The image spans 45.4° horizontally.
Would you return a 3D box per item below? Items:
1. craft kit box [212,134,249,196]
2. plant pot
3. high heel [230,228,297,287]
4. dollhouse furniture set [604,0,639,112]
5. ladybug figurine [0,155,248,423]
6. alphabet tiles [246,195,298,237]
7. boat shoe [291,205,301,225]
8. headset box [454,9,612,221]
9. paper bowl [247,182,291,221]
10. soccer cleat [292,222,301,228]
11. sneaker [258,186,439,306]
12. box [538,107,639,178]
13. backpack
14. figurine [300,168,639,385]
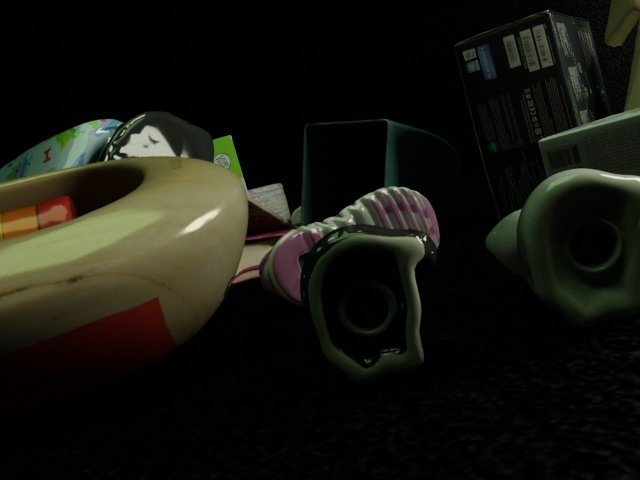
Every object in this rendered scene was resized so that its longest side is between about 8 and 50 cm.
[{"bbox_3d":[-0.247,-0.041,1.408,0.247,0.249,0.061,-18,5,-9],"label":"craft kit box"},{"bbox_3d":[0.110,-0.092,1.202,0.166,0.165,0.234,5,3,43],"label":"plant pot"},{"bbox_3d":[-0.104,0.026,1.152,0.244,0.082,0.117,-3,-15,-41],"label":"high heel"},{"bbox_3d":[0.487,-0.276,0.786,0.362,0.256,0.394,13,-14,1],"label":"dollhouse furniture set"},{"bbox_3d":[-0.275,0.050,0.681,0.449,0.161,0.305,-15,22,-8],"label":"ladybug figurine"},{"bbox_3d":[-0.207,-0.013,1.220,0.285,0.011,0.342,-17,-29,28],"label":"alphabet tiles"},{"bbox_3d":[0.075,-0.073,1.533,0.319,0.116,0.099,-19,5,45],"label":"boat shoe"},{"bbox_3d":[0.321,-0.177,1.073,0.131,0.246,0.283,-13,6,31],"label":"headset box"},{"bbox_3d":[-0.201,-0.022,1.656,0.284,0.148,0.284,-16,4,1],"label":"paper bowl"},{"bbox_3d":[0.000,0.000,1.301,0.072,0.060,0.179,-7,6,-27],"label":"soccer cleat"},{"bbox_3d":[0.027,0.009,0.854,0.236,0.095,0.104,-20,-2,-31],"label":"sneaker"},{"bbox_3d":[0.322,-0.079,0.760,0.114,0.103,0.203,-12,6,42],"label":"box"},{"bbox_3d":[-0.329,0.007,0.981,0.273,0.290,0.356,23,-32,-33],"label":"backpack"},{"bbox_3d":[0.101,0.016,0.532,0.215,0.092,0.209,-15,0,4],"label":"figurine"}]
